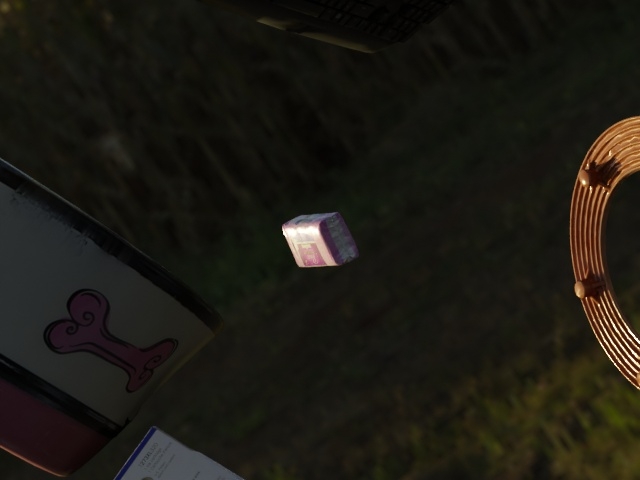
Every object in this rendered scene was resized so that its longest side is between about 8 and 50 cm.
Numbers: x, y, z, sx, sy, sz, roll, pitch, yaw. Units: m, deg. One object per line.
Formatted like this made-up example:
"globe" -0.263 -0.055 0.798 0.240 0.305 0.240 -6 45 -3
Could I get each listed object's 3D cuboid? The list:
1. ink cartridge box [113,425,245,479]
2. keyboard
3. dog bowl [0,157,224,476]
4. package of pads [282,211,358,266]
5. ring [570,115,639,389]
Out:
"ink cartridge box" -0.074 0.354 2.001 0.176 0.371 0.069 -55 -24 -15
"keyboard" 0.051 -0.212 1.385 0.201 0.033 0.317 -43 -18 18
"dog bowl" -0.274 0.011 1.307 0.150 0.408 0.408 -58 13 -7
"package of pads" 0.000 0.000 1.910 0.032 0.050 0.083 -28 11 -27
"ring" 0.376 0.028 2.175 0.032 0.337 0.336 -11 -3 -29
